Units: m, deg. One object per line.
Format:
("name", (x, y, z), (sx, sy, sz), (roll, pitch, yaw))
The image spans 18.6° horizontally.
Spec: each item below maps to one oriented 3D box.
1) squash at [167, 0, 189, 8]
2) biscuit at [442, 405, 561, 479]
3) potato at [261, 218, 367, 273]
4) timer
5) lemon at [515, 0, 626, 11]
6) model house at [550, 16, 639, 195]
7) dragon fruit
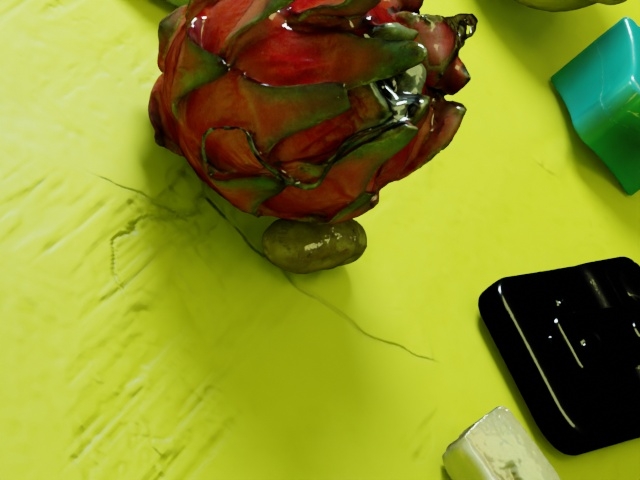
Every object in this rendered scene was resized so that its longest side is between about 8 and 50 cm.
("squash", (-0.039, -0.206, 1.528), (0.204, 0.155, 0.237), (10, 42, 10))
("biscuit", (0.153, 0.207, 1.350), (0.056, 0.052, 0.188), (-28, 79, -34))
("potato", (0.000, 0.000, 1.372), (0.092, 0.046, 0.045), (-4, 73, -46))
("timer", (0.216, 0.084, 1.505), (0.187, 0.055, 0.144), (-8, 66, -46))
("lemon", (0.209, -0.306, 1.715), (0.184, 0.184, 0.248), (14, 44, -37))
("model house", (0.274, -0.119, 1.690), (0.149, 0.100, 0.127), (-20, 74, -52))
("dragon fruit", (-0.004, -0.104, 1.311), (0.192, 0.274, 0.193), (17, 89, -33))
